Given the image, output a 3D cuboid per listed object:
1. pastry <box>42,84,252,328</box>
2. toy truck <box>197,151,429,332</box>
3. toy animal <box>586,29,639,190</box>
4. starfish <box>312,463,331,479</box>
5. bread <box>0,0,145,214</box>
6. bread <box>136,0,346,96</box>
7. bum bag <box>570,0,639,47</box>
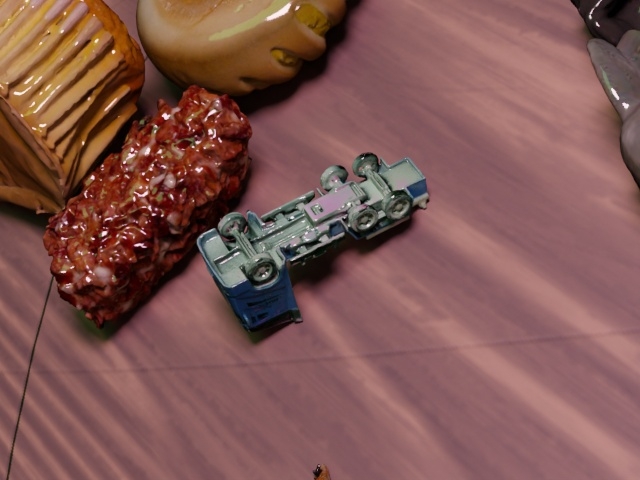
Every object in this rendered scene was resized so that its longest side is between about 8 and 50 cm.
[{"bbox_3d":[-0.136,-0.029,1.140,0.115,0.097,0.208,40,87,26],"label":"pastry"},{"bbox_3d":[0.000,0.000,1.063,0.175,0.081,0.067,-27,47,-10],"label":"toy truck"},{"bbox_3d":[0.253,-0.046,0.903,0.125,0.127,0.251,-62,36,22],"label":"toy animal"},{"bbox_3d":[0.012,0.192,0.935,0.133,0.041,0.130,-36,46,7],"label":"starfish"},{"bbox_3d":[-0.271,-0.148,1.227,0.288,0.204,0.156,7,50,52],"label":"bread"},{"bbox_3d":[-0.054,-0.212,1.206,0.213,0.105,0.213,-15,52,20],"label":"bread"},{"bbox_3d":[0.328,-0.188,0.967,0.326,0.079,0.142,-1,67,28],"label":"bum bag"}]
